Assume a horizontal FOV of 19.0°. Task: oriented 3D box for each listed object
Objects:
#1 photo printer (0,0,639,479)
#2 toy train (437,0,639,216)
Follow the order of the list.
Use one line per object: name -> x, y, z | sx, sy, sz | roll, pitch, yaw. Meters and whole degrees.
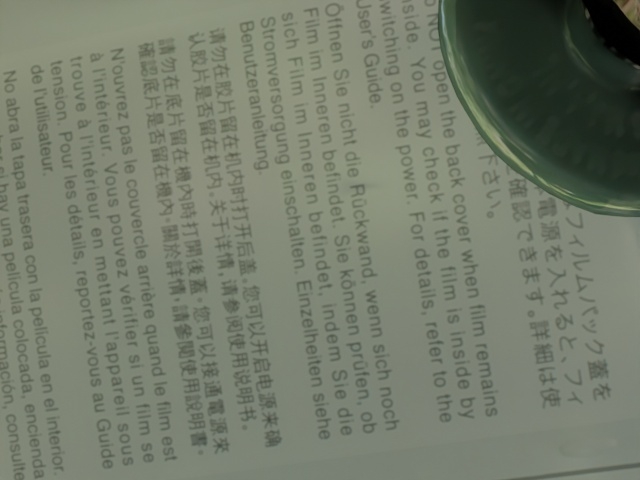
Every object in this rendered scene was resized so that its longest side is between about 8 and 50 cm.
photo printer -> 0.000, 0.000, 0.559 | 0.308, 0.107, 0.256 | -10, -95, 18
toy train -> 0.112, -0.089, 0.378 | 0.334, 0.190, 0.142 | 47, -26, 3
